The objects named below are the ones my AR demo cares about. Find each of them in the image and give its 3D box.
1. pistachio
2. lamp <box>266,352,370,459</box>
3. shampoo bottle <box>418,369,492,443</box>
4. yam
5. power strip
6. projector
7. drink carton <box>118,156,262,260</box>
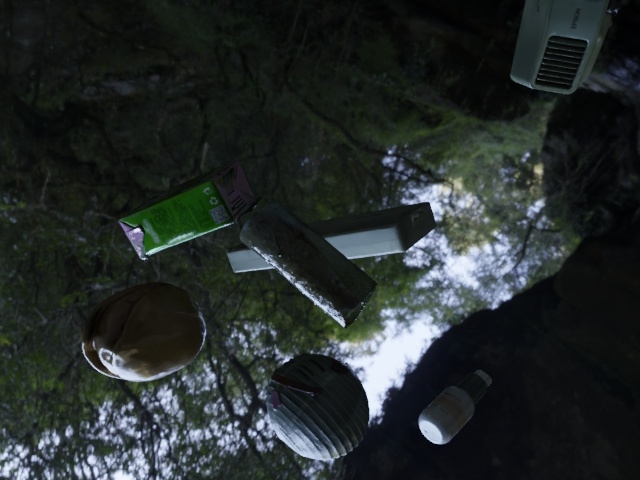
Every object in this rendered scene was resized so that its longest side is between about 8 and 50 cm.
[{"bbox_3d":[-0.316,0.170,1.124,0.162,0.182,0.293,11,-179,25],"label":"pistachio"},{"bbox_3d":[-0.005,0.373,1.399,0.233,0.233,0.265,-11,-171,-35],"label":"lamp"},{"bbox_3d":[0.276,0.322,1.205,0.192,0.074,0.074,-32,-120,-34],"label":"shampoo bottle"},{"bbox_3d":[-0.015,0.024,0.696,0.169,0.068,0.068,38,-140,17],"label":"yam"},{"bbox_3d":[0.000,0.000,0.918,0.367,0.043,0.106,-9,-165,40],"label":"power strip"},{"bbox_3d":[0.313,-0.320,0.737,0.088,0.270,0.193,10,-160,4],"label":"projector"},{"bbox_3d":[-0.281,-0.068,1.320,0.108,0.271,0.161,63,-155,-15],"label":"drink carton"}]
